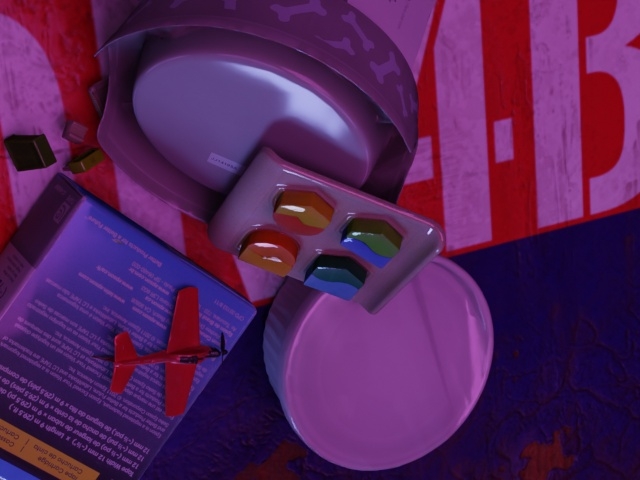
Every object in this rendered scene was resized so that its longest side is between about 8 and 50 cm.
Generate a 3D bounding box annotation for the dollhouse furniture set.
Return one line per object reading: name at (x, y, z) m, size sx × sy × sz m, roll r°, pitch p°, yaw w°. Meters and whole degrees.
dollhouse furniture set at (-0.254, -0.120, 1.587) m, size 0.151 × 0.058 × 0.076 m, roll -38°, pitch 115°, yaw -35°

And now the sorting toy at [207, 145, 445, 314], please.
sorting toy at (0.000, 0.000, 1.545) m, size 0.208 × 0.193 × 0.038 m, roll 25°, pitch 57°, yaw -11°

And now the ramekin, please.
ramekin at (0.058, 0.123, 1.759) m, size 0.272 × 0.127 × 0.273 m, roll -8°, pitch 109°, yaw -23°

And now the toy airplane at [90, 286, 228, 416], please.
toy airplane at (-0.165, 0.121, 1.577) m, size 0.151 × 0.028 × 0.151 m, roll -10°, pitch 113°, yaw -24°

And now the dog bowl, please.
dog bowl at (-0.060, -0.133, 1.507) m, size 0.348 × 0.348 × 0.102 m, roll 40°, pitch 53°, yaw -30°

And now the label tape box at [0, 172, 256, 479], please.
label tape box at (-0.271, 0.141, 1.613) m, size 0.249 × 0.115 × 0.348 m, roll 36°, pitch 91°, yaw -31°

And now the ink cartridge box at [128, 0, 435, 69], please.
ink cartridge box at (-0.056, -0.264, 1.518) m, size 0.289 × 0.211 × 0.122 m, roll 40°, pitch 52°, yaw -30°
